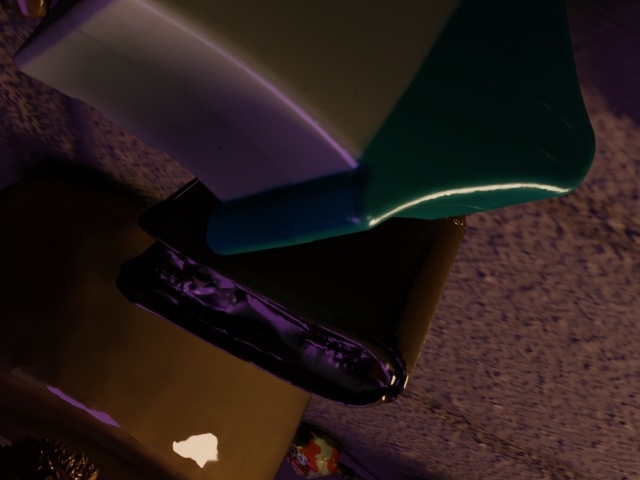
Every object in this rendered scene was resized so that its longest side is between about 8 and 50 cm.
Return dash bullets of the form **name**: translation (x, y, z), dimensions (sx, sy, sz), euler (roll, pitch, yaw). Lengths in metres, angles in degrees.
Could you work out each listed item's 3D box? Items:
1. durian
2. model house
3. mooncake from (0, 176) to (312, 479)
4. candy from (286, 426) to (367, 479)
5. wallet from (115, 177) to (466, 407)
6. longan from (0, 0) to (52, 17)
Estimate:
- **durian**: translation (-0.191, 0.176, 0.841), dimensions (0.110, 0.071, 0.140), euler (19, 136, -15)
- **model house**: translation (0.006, -0.061, 0.383), dimensions (0.149, 0.127, 0.100), euler (40, 158, -18)
- **mooncake**: translation (-0.143, 0.081, 0.882), dimensions (0.284, 0.155, 0.284), euler (25, 157, 11)
- **candy**: translation (0.031, 0.227, 1.182), dimensions (0.184, 0.049, 0.055), euler (38, -171, -40)
- **wallet**: translation (0.000, 0.000, 0.500), dimensions (0.110, 0.031, 0.198), euler (26, -159, 5)
- **longan**: translation (-0.090, -0.134, 0.293), dimensions (0.155, 0.145, 0.176), euler (33, 136, 41)
